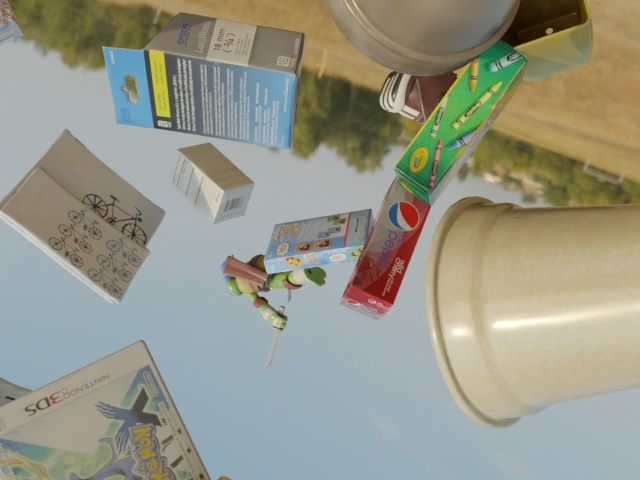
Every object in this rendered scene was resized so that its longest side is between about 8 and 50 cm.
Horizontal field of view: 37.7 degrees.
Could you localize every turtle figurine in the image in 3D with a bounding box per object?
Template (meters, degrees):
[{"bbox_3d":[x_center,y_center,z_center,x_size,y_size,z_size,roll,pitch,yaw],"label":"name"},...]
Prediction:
[{"bbox_3d":[-0.074,0.105,2.194,0.274,0.266,0.198,57,-141,-8],"label":"turtle figurine"}]

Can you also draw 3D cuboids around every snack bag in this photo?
[{"bbox_3d":[-0.506,-0.061,2.067,0.323,0.037,0.342,41,-143,-15],"label":"snack bag"}]

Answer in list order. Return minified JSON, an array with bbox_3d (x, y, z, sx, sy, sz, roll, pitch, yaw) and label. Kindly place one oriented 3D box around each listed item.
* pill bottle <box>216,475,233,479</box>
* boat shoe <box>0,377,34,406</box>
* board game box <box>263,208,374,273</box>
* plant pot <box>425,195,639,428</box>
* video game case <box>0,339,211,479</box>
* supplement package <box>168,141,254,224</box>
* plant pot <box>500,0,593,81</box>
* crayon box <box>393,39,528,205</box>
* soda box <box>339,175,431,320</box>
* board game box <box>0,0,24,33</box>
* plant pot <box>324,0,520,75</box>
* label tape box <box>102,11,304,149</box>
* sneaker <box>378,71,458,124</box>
[{"bbox_3d":[-0.202,0.465,1.394,0.130,0.245,0.130,44,-179,-1],"label":"pill bottle"},{"bbox_3d":[-0.677,0.311,1.900,0.226,0.083,0.076,28,156,-13],"label":"boat shoe"},{"bbox_3d":[0.000,0.000,1.913,0.212,0.039,0.160,-8,-153,11],"label":"board game box"},{"bbox_3d":[0.357,0.079,1.256,0.305,0.333,0.334,-11,166,38],"label":"plant pot"},{"bbox_3d":[-0.355,0.372,1.523,0.329,0.300,0.036,63,164,7],"label":"video game case"},{"bbox_3d":[-0.262,-0.138,2.235,0.105,0.105,0.179,-19,-128,-43],"label":"supplement package"},{"bbox_3d":[0.473,-0.461,2.001,0.212,0.212,0.187,-15,151,22],"label":"plant pot"},{"bbox_3d":[0.239,-0.200,1.609,0.081,0.278,0.165,36,-179,9],"label":"crayon box"},{"bbox_3d":[0.126,0.008,1.695,0.083,0.263,0.092,25,152,-2],"label":"soda box"},{"bbox_3d":[-0.550,-0.307,1.284,0.141,0.232,0.291,65,169,-14],"label":"board game box"},{"bbox_3d":[0.190,-0.429,1.332,0.323,0.323,0.280,19,167,-15],"label":"plant pot"},{"bbox_3d":[-0.205,-0.292,1.699,0.334,0.106,0.240,9,152,-1],"label":"label tape box"},{"bbox_3d":[0.234,-0.341,1.802,0.162,0.281,0.106,29,171,-18],"label":"sneaker"}]
